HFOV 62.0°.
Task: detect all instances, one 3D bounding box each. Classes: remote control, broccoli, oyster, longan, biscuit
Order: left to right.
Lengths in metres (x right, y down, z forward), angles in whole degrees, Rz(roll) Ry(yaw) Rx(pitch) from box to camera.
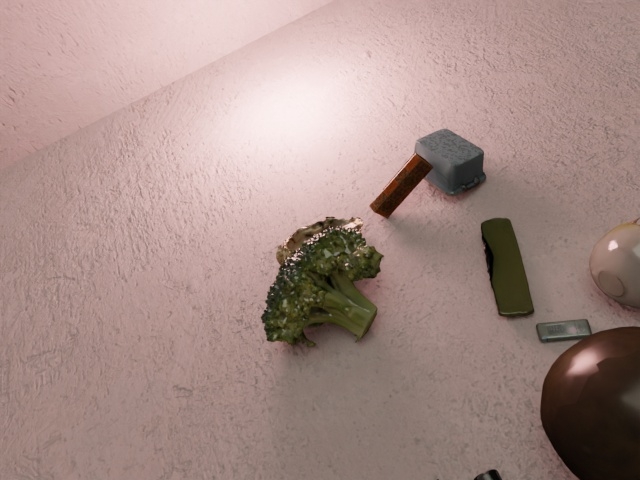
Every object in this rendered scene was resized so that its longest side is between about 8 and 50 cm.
[{"bbox_3d":[0.002,0.005,1.656,0.294,0.094,0.166,-16,23,-5],"label":"oyster"},{"bbox_3d":[0.006,0.124,1.468,0.318,0.277,0.338,7,63,1],"label":"broccoli"},{"bbox_3d":[0.507,0.068,1.469,0.099,0.038,0.322,-7,51,10],"label":"biscuit"},{"bbox_3d":[0.605,0.224,1.326,0.124,0.018,0.053,-9,50,13],"label":"remote control"},{"bbox_3d":[0.624,0.333,1.006,0.404,0.404,0.336,-8,58,14],"label":"longan"}]

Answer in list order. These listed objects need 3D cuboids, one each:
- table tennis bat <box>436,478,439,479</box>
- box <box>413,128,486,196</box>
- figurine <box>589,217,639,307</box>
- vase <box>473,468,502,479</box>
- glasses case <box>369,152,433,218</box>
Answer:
[{"bbox_3d":[0.304,0.589,1.157,0.087,0.013,0.156,-40,53,-9],"label":"table tennis bat"},{"bbox_3d":[0.403,-0.249,1.692,0.162,0.130,0.227,-26,48,-21],"label":"box"},{"bbox_3d":[0.867,0.047,1.295,0.394,0.226,0.274,-25,80,-14],"label":"figurine"},{"bbox_3d":[0.390,0.585,1.096,0.060,0.060,0.211,-24,49,1],"label":"vase"},{"bbox_3d":[0.248,-0.170,1.659,0.218,0.075,0.049,-49,48,18],"label":"glasses case"}]
